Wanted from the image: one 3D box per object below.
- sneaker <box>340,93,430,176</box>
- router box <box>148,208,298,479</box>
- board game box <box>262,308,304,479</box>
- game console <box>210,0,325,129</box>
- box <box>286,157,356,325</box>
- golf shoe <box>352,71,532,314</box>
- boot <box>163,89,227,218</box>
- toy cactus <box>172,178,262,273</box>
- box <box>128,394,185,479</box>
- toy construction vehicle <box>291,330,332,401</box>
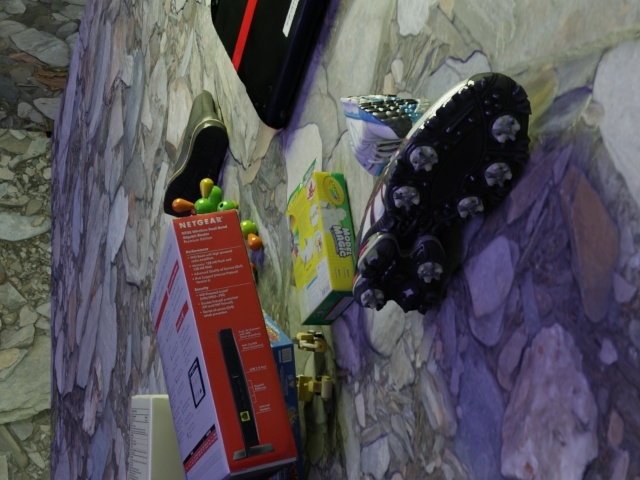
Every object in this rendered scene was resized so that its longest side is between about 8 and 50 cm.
[{"bbox_3d":[0.067,-0.104,0.970,0.191,0.071,0.083,-126,32,-78],"label":"sneaker"},{"bbox_3d":[-0.137,0.163,1.217,0.335,0.082,0.301,126,132,-65],"label":"router box"},{"bbox_3d":[-0.063,0.201,1.203,0.136,0.035,0.201,-145,48,-65],"label":"board game box"},{"bbox_3d":[-0.055,-0.399,1.335,0.342,0.060,0.386,62,142,43],"label":"game console"},{"bbox_3d":[0.000,0.000,1.138,0.105,0.043,0.179,129,137,-54],"label":"box"},{"bbox_3d":[0.091,-0.055,0.861,0.120,0.105,0.273,-96,25,-44],"label":"golf shoe"},{"bbox_3d":[-0.217,-0.149,1.655,0.198,0.077,0.137,-56,30,27],"label":"boot"},{"bbox_3d":[-0.157,0.018,1.455,0.219,0.112,0.180,-123,31,-40],"label":"toy cactus"},{"bbox_3d":[-0.224,0.358,1.497,0.148,0.127,0.232,160,112,-66],"label":"box"},{"bbox_3d":[-0.017,0.154,1.159,0.098,0.035,0.086,-172,87,-67],"label":"toy construction vehicle"}]
